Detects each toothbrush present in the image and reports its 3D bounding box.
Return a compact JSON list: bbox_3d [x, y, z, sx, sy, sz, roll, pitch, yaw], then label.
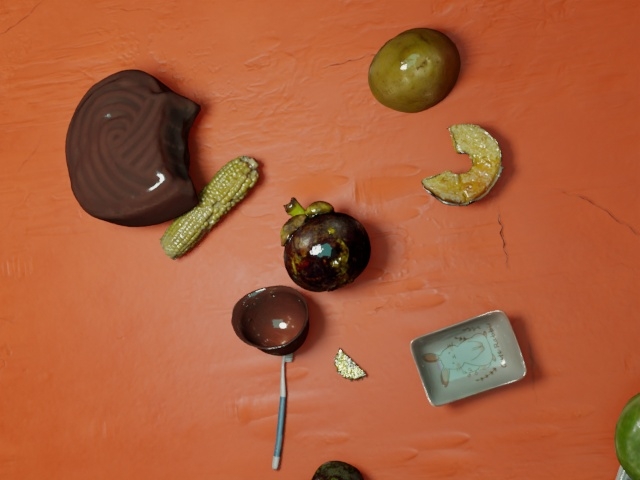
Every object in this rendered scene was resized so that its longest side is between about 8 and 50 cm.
[{"bbox_3d":[-0.081,0.360,1.986,0.025,0.019,0.276,5,87,2],"label":"toothbrush"}]

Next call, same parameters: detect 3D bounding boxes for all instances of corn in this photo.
[{"bbox_3d":[-0.242,-0.073,2.006,0.288,0.086,0.086,-46,81,6],"label":"corn"}]

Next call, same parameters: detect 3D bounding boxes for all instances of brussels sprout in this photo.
[{"bbox_3d":[0.691,0.379,1.769,0.244,0.244,0.244,-1,87,9],"label":"brussels sprout"}]

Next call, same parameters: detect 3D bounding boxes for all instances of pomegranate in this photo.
[{"bbox_3d":[0.025,0.528,1.921,0.125,0.163,0.138,-16,101,-30],"label":"pomegranate"}]

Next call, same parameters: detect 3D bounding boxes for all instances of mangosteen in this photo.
[{"bbox_3d":[0.000,0.000,1.908,0.192,0.192,0.217,-29,79,7],"label":"mangosteen"}]

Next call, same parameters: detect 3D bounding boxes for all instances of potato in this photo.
[{"bbox_3d":[0.197,-0.370,1.918,0.203,0.158,0.178,-8,87,5],"label":"potato"}]

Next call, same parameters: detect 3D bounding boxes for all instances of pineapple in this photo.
[{"bbox_3d":[0.057,0.275,1.969,0.083,0.019,0.045,41,88,10],"label":"pineapple"}]

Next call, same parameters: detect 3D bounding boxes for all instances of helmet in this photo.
[{"bbox_3d":[-0.098,0.185,1.952,0.175,0.106,0.155,5,57,18],"label":"helmet"}]

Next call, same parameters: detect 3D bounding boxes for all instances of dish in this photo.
[{"bbox_3d":[0.306,0.242,1.899,0.212,0.077,0.151,-20,85,8],"label":"dish"}]

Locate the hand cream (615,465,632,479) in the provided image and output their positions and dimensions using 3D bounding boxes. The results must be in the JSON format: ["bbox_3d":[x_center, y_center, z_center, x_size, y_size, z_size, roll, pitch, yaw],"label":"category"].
[{"bbox_3d":[0.612,0.587,1.843,0.124,0.078,0.341,25,83,11],"label":"hand cream"}]

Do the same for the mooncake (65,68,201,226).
[{"bbox_3d":[-0.395,-0.187,1.962,0.333,0.174,0.326,28,90,27],"label":"mooncake"}]

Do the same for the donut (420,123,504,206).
[{"bbox_3d":[0.306,-0.149,1.926,0.146,0.078,0.181,26,85,9],"label":"donut"}]
